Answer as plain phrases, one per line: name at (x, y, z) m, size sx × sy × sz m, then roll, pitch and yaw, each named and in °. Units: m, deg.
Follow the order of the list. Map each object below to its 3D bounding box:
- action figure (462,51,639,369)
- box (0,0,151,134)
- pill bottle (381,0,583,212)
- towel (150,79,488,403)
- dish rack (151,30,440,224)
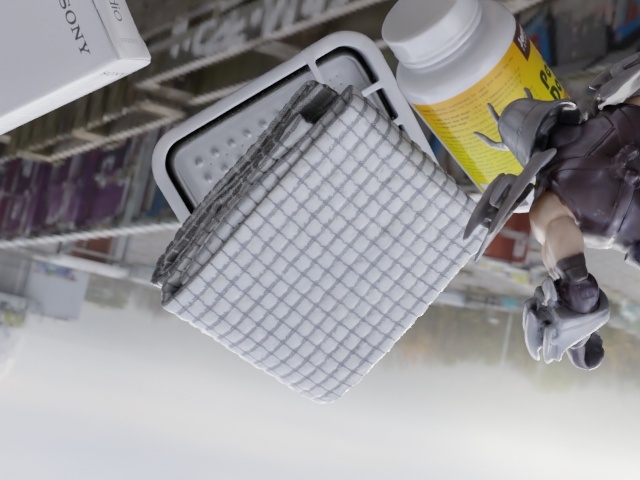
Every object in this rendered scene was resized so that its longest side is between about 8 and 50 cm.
action figure at (0.196, 0.010, 0.554) m, size 0.285 × 0.185 × 0.099 m, roll 39°, pitch 169°, yaw 18°
box at (-0.306, -0.171, 0.763) m, size 0.322 × 0.232 × 0.058 m, roll -22°, pitch -178°, yaw 17°
pill bottle at (0.148, -0.131, 0.953) m, size 0.117 × 0.117 × 0.215 m, roll 1°, pitch 143°, yaw 49°
towel at (0.000, 0.000, 1.094) m, size 0.235 × 0.284 × 0.121 m, roll 37°, pitch -172°, yaw -26°
dish rack at (-0.028, -0.088, 1.409) m, size 0.285 × 0.333 × 0.072 m, roll 60°, pitch 174°, yaw -18°
